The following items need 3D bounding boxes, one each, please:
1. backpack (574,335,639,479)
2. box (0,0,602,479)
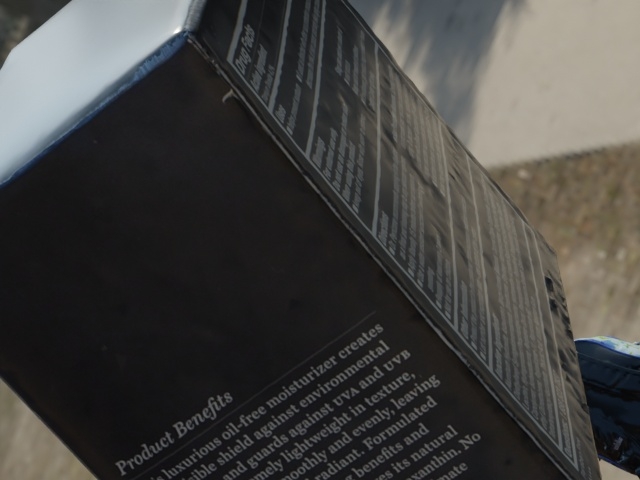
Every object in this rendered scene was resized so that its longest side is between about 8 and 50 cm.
[{"bbox_3d":[0.252,0.134,1.573,0.084,0.114,0.105,-6,-66,-57],"label":"backpack"},{"bbox_3d":[-0.025,0.009,0.935,0.183,0.294,0.296,-35,18,16],"label":"box"}]
